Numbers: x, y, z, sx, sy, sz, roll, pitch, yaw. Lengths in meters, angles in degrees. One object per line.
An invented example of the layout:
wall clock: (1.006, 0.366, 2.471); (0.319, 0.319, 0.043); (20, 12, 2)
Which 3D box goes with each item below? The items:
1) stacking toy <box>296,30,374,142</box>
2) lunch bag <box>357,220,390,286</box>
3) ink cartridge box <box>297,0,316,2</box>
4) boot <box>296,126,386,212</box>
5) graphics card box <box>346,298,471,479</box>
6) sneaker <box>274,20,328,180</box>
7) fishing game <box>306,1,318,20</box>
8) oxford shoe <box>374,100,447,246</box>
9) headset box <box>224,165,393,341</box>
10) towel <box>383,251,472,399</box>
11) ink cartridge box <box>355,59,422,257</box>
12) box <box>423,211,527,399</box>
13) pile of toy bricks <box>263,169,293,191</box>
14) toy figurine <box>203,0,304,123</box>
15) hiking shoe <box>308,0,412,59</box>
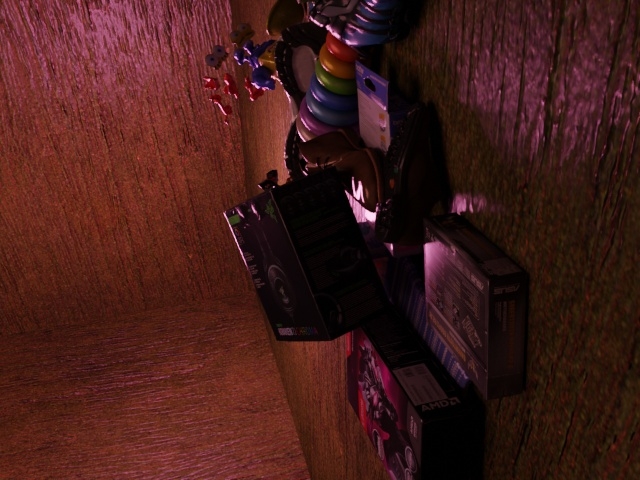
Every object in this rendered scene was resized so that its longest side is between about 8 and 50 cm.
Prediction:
stacking toy: (0.043, -0.315, 1.480); (0.330, 0.141, 0.141); (105, 154, -54)
lunch bag: (0.074, 0.042, 1.604); (0.096, 0.129, 0.151); (127, 133, -76)
ink cartridge box: (0.012, -0.517, 1.498); (0.188, 0.097, 0.255); (106, 151, -58)
boot: (0.036, -0.115, 1.395); (0.305, 0.115, 0.112); (-123, 28, -63)
graphics card box: (0.142, 0.285, 1.407); (0.371, 0.094, 0.232); (-126, 30, -58)
sneaker: (0.005, -0.295, 1.754); (0.182, 0.158, 0.410); (-68, -22, -56)
fishing game: (-0.010, -0.546, 1.760); (0.264, 0.041, 0.189); (-130, 35, -69)
oxford shoe: (0.149, -0.101, 1.237); (0.083, 0.096, 0.227); (176, 104, -75)
headset box: (-0.032, 0.022, 1.397); (0.246, 0.131, 0.283); (-14, 98, 65)
towel: (0.184, 0.183, 1.438); (0.243, 0.040, 0.336); (94, 161, -45)
ink cartridge box: (0.118, -0.147, 1.392); (0.186, 0.065, 0.311); (-120, 21, -63)
box: (0.213, 0.085, 1.130); (0.231, 0.056, 0.183); (-123, 25, -64)
pile of toy bricks: (-0.053, -0.124, 1.923); (0.212, 0.118, 0.105); (-48, -43, -56)
toy figurine: (-0.077, -0.421, 1.894); (0.217, 0.362, 0.191); (19, 144, 33)
hiking shoe: (0.105, -0.373, 1.218); (0.132, 0.113, 0.304); (39, 163, -18)
